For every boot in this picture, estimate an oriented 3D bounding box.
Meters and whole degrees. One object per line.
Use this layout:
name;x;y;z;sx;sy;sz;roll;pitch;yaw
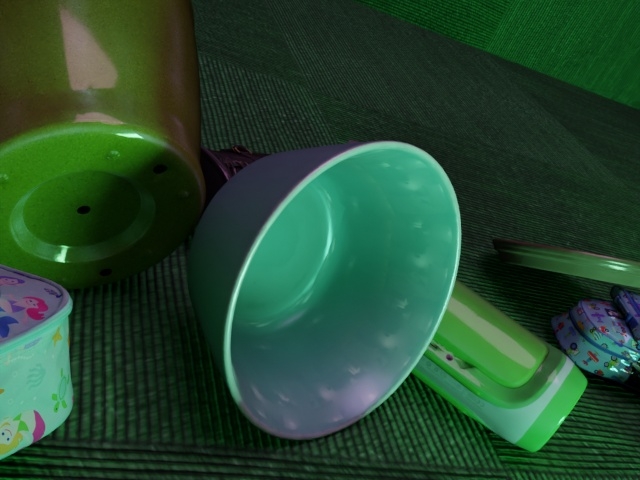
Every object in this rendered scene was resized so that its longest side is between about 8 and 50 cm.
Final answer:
boot;-0.111;-0.095;0.989;0.229;0.091;0.263;3;20;-38

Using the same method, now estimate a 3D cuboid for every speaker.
speaker;0.167;0.121;0.866;0.296;0.131;0.131;37;31;17

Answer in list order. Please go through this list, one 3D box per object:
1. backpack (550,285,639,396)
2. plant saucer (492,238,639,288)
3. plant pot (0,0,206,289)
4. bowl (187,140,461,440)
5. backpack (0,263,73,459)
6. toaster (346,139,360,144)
backpack;0.446;0.144;1.067;0.173;0.117;0.158;20;29;-7
plant saucer;0.422;0.040;1.170;0.277;0.041;0.278;10;1;0
plant pot;-0.281;-0.150;0.761;0.366;0.366;0.353;4;48;-35
bowl;-0.015;0.029;0.738;0.311;0.312;0.163;-5;23;-43
backpack;-0.303;0.079;0.479;0.225;0.191;0.253;11;13;29
toaster;0.094;-0.062;1.115;0.185;0.110;0.168;15;30;-20
